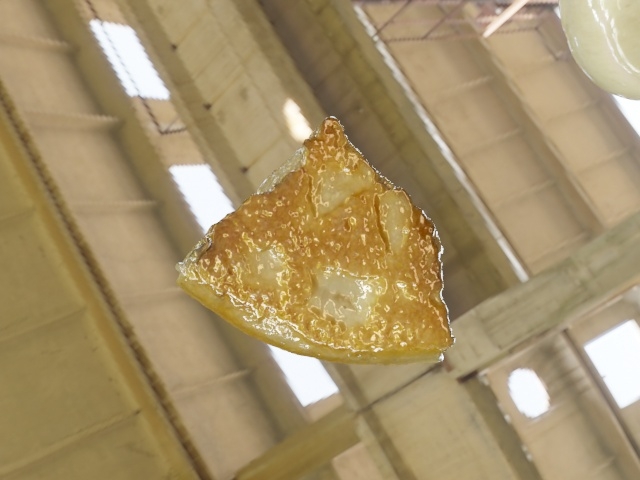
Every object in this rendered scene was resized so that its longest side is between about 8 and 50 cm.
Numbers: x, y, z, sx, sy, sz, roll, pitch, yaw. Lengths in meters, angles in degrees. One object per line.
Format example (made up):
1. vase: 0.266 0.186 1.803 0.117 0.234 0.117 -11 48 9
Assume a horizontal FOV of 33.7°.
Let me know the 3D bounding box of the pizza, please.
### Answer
1. pizza: 0.000 0.000 0.683 0.182 0.161 0.062 4 -166 -4

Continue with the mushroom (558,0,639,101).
1. mushroom: 0.366 -0.273 1.135 0.246 0.202 0.246 -1 -89 -41
